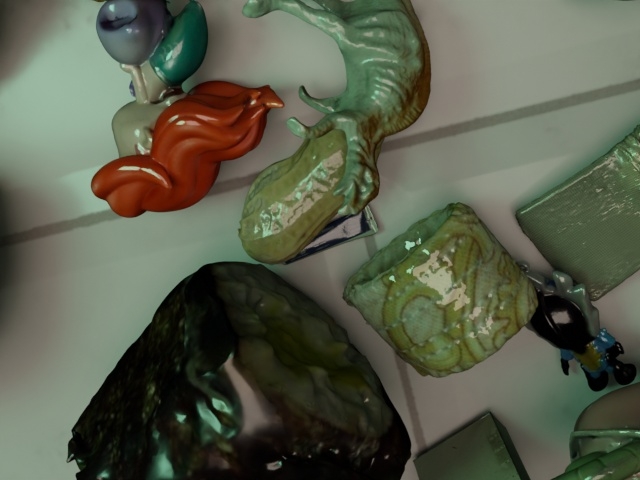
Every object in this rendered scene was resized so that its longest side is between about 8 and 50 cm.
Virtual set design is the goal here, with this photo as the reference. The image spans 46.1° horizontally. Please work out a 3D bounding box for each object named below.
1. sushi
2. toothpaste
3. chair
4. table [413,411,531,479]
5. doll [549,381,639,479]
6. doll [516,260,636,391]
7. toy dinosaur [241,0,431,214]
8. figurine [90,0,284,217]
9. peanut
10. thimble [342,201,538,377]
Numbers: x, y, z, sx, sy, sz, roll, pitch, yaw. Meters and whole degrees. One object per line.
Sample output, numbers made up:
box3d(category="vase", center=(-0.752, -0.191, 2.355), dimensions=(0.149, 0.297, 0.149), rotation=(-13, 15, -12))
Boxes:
box3d(category="sushi", center=(-0.086, 0.209, 0.823), dimensions=(0.299, 0.281, 0.294), rotation=(36, 105, -18))
box3d(category="toothpaste", center=(0.000, 0.000, 0.897), dimensions=(0.140, 0.021, 0.037), rotation=(-23, 102, 8))
box3d(category="chair", center=(0.382, -0.056, 0.773), dimensions=(0.319, 0.186, 0.160), rotation=(-41, 105, 11))
box3d(category="table", center=(0.212, 0.341, 0.872), dimensions=(0.121, 0.240, 0.111), rotation=(-36, 119, 13))
box3d(category="doll", center=(0.377, 0.254, 0.808), dimensions=(0.284, 0.268, 0.216), rotation=(-21, 64, 7))
box3d(category="doll", center=(0.288, 0.097, 0.877), dimensions=(0.096, 0.070, 0.195), rotation=(-31, 106, 39))
box3d(category="toy dinosaur", center=(0.040, -0.229, 0.777), dimensions=(0.205, 0.092, 0.393), rotation=(27, 75, -3))
box3d(category="figurine", center=(-0.154, -0.154, 0.792), dimensions=(0.208, 0.181, 0.257), rotation=(-17, 113, -21))
box3d(category="peanut", center=(-0.010, -0.063, 0.846), dimensions=(0.214, 0.098, 0.090), rotation=(-43, 136, 12))
box3d(category="thimble", center=(0.130, 0.062, 0.845), dimensions=(0.190, 0.137, 0.143), rotation=(-36, 99, 24))
